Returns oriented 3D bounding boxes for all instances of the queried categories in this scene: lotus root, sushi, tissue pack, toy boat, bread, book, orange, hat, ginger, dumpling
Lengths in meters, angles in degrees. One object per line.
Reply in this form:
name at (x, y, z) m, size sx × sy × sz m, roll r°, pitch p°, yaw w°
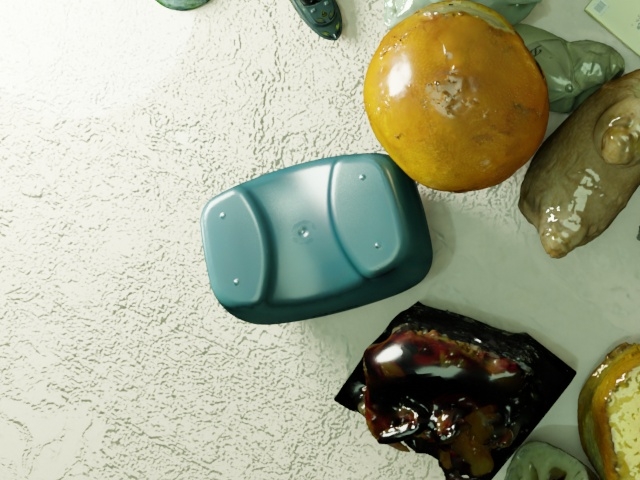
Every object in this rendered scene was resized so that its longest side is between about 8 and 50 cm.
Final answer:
lotus root at (0.315, 0.360, 1.709) m, size 0.078 × 0.203 × 0.183 m, roll 10°, pitch 98°, yaw -29°
sushi at (0.167, 0.193, 1.694) m, size 0.227 × 0.212 × 0.215 m, roll 38°, pitch 101°, yaw 11°
tissue pack at (0.000, 0.000, 1.737) m, size 0.287 × 0.206 × 0.198 m, roll -16°, pitch 80°, yaw 12°
toy boat at (-0.013, -0.333, 1.792) m, size 0.055 × 0.060 × 0.141 m, roll -30°, pitch 91°, yaw -11°
bread at (0.459, 0.244, 1.662) m, size 0.268 × 0.146 × 0.268 m, roll 0°, pitch 92°, yaw 10°
book at (0.409, -0.294, 1.712) m, size 0.111 × 0.014 × 0.077 m, roll 43°, pitch 103°, yaw 9°
orange at (0.169, -0.176, 1.630) m, size 0.240 × 0.240 × 0.240 m, roll 1°, pitch 93°, yaw 14°
hat at (0.298, -0.230, 1.715) m, size 0.166 × 0.081 × 0.122 m, roll 35°, pitch 98°, yaw 20°
ginger at (0.352, -0.101, 1.640) m, size 0.130 × 0.221 × 0.275 m, roll 32°, pitch 91°, yaw -6°
dumpling at (0.182, -0.340, 1.716) m, size 0.217 × 0.105 × 0.149 m, roll -1°, pitch 99°, yaw 17°

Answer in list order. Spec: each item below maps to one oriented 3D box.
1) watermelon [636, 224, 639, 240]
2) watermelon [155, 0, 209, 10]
watermelon at (0.480, 0.042, 1.688) m, size 0.187 × 0.071 × 0.139 m, roll 21°, pitch 104°, yaw 3°
watermelon at (-0.198, -0.360, 1.836) m, size 0.085 × 0.085 × 0.061 m, roll 0°, pitch 58°, yaw 14°
